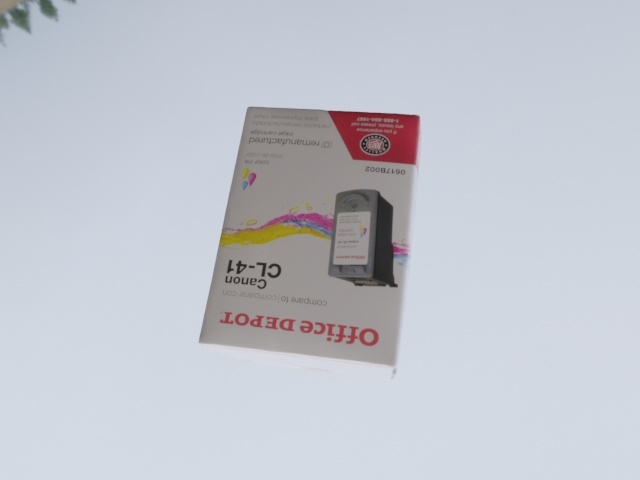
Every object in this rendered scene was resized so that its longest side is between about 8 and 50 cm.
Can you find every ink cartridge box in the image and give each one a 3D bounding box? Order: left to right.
[{"bbox_3d":[0.000,0.000,0.651,0.226,0.131,0.306,5,-110,8],"label":"ink cartridge box"}]
